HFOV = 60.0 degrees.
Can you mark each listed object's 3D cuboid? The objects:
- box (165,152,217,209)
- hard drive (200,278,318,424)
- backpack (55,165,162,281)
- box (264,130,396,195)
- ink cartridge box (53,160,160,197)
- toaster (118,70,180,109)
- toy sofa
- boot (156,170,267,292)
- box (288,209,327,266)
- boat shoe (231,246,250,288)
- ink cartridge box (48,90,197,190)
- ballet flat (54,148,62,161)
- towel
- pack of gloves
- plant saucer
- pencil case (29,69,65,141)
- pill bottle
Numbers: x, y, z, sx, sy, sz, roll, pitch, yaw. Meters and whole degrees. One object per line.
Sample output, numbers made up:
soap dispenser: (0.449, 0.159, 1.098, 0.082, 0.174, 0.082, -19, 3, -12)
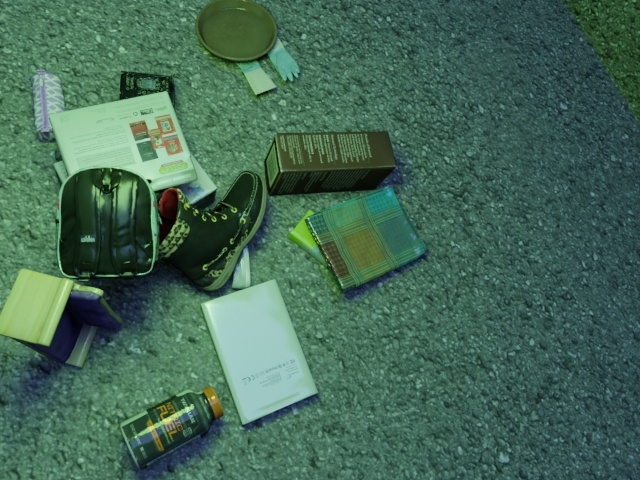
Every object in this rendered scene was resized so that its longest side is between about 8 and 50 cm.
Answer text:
box: (-0.413, -0.188, 1.654, 0.103, 0.114, 0.203, -35, 85, -23)
hard drive: (-0.178, 0.313, 1.596, 0.233, 0.047, 0.353, -18, 79, -21)
backpack: (-0.486, -0.045, 1.285, 0.225, 0.191, 0.254, -2, 96, -12)
box: (0.027, -0.247, 1.770, 0.381, 0.191, 0.143, -3, 73, -19)
ink cartridge box: (-0.573, -0.103, 1.567, 0.223, 0.129, 0.308, -27, 81, -25)
toaster: (-0.525, -0.422, 1.701, 0.185, 0.110, 0.168, 0, 72, -17)
toy sofa: (-0.607, 0.205, 1.327, 0.177, 0.362, 0.150, 16, 68, -6)
boot: (-0.313, -0.067, 1.531, 0.138, 0.284, 0.378, 21, 80, 35)
box: (0.000, 0.000, 1.758, 0.178, 0.042, 0.109, 39, 65, -3)
boat shoe: (-0.251, 0.055, 1.656, 0.063, 0.066, 0.184, -4, 83, -19)
ink cartridge box: (-0.519, -0.223, 1.483, 0.309, 0.130, 0.272, -18, 80, -22)
ballet flat: (-0.720, -0.231, 1.621, 0.114, 0.041, 0.041, 19, 68, -10)
towel: (0.155, -0.015, 1.782, 0.370, 0.040, 0.272, -22, 79, -33)
pack of gloves: (-0.196, -0.609, 1.914, 0.195, 0.046, 0.232, -28, 74, -19)
plant saucer: (-0.286, -0.717, 1.897, 0.277, 0.041, 0.278, 4, 67, -9)
pencil case: (-0.795, -0.392, 1.620, 0.086, 0.088, 0.206, -9, 76, -18)
pill bottle: (-0.377, 0.472, 1.435, 0.245, 0.130, 0.130, -24, 81, -24)
